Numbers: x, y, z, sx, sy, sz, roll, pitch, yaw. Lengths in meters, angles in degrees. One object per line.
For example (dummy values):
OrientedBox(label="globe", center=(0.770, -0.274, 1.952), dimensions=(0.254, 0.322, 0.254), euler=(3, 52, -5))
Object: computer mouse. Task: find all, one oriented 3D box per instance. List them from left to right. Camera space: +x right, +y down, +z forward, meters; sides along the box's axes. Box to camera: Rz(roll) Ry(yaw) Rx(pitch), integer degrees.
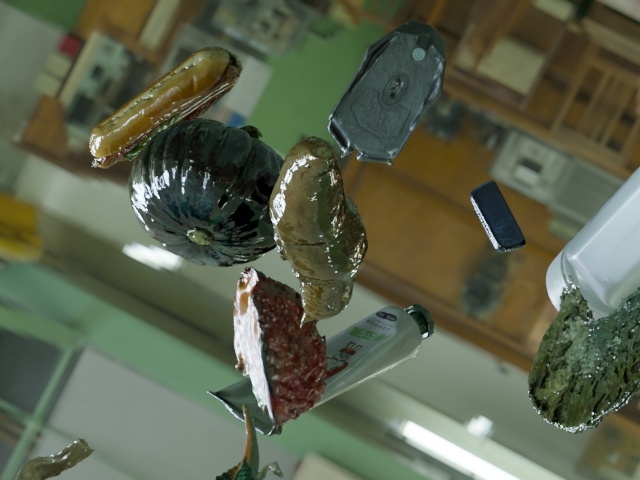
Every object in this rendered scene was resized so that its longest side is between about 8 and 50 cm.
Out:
OrientedBox(label="computer mouse", center=(0.101, -0.216, 2.600), dimensions=(0.126, 0.231, 0.071), euler=(29, -168, -6))

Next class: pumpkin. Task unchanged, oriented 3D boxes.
OrientedBox(label="pumpkin", center=(-0.120, -0.051, 1.962), dimensions=(0.194, 0.194, 0.150), euler=(26, -147, -31))

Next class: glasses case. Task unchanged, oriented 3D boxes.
OrientedBox(label="glasses case", center=(0.189, -0.023, 1.911), dimensions=(0.023, 0.034, 0.083), euler=(90, 157, -66))

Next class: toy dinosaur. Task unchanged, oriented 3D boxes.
OrientedBox(label="toy dinosaur", center=(-0.090, 0.289, 2.038), dimensions=(0.187, 0.106, 0.044), euler=(60, 176, 19))

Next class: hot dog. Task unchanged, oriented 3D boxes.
OrientedBox(label="hot dog", center=(-0.194, -0.157, 2.182), dimensions=(0.062, 0.236, 0.092), euler=(59, -159, 9))

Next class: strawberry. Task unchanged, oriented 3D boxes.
OrientedBox(label="strawberry", center=(-0.040, 0.112, 1.873), dimensions=(0.085, 0.192, 0.140), euler=(-13, -175, -14))

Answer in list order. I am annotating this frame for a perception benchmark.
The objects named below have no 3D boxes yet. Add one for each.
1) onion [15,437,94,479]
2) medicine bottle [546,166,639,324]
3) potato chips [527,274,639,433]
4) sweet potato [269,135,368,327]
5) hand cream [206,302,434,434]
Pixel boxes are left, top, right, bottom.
OrientedBox(label="onion", center=(-0.388, 0.389, 1.845), dimensions=(0.358, 0.345, 0.358), euler=(16, 141, 13))
OrientedBox(label="medicine bottle", center=(0.350, -0.019, 1.844), dimensions=(0.161, 0.296, 0.111), euler=(-28, -108, -36))
OrientedBox(label="potato chips", center=(0.272, 0.097, 1.738), dimensions=(0.029, 0.202, 0.220), euler=(33, 167, -19))
OrientedBox(label="sweet potato", center=(0.000, 0.000, 1.258), dimensions=(0.067, 0.067, 0.274), euler=(28, 156, 16))
OrientedBox(label="hand cream", center=(0.015, 0.164, 2.315), dimensions=(0.336, 0.076, 0.121), euler=(-24, -148, -36))
